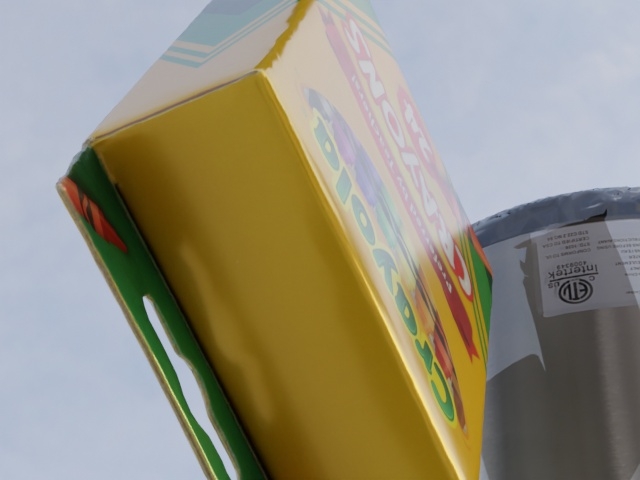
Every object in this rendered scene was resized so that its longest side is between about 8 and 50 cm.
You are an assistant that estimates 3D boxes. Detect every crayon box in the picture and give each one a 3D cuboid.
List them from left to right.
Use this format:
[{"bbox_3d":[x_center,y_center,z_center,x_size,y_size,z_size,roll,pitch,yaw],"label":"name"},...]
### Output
[{"bbox_3d":[0.000,0.000,0.703,0.081,0.318,0.202,-21,-73,15],"label":"crayon box"}]

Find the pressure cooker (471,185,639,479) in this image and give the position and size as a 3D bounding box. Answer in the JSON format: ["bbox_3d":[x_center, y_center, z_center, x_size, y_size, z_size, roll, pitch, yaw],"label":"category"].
[{"bbox_3d":[0.182,0.226,0.931,0.375,0.420,0.370,33,-52,-29],"label":"pressure cooker"}]
